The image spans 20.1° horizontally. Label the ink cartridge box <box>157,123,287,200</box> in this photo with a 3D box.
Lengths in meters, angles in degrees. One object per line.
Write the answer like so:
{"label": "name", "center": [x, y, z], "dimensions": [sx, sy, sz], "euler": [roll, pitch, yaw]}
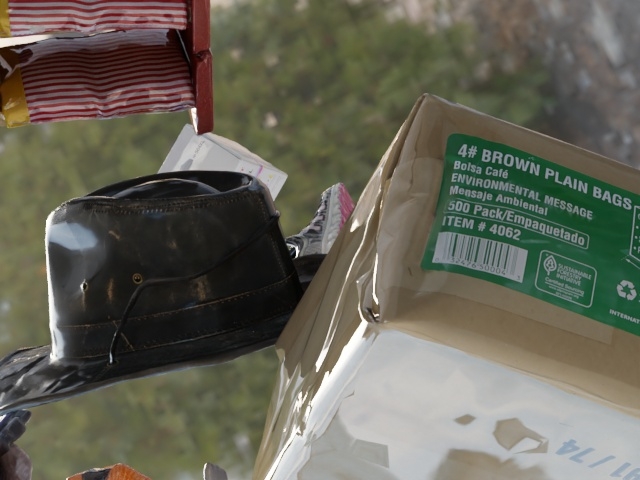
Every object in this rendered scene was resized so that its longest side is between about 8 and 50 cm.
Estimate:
{"label": "ink cartridge box", "center": [-0.122, -0.069, 2.113], "dimensions": [0.090, 0.092, 0.143], "euler": [33, -172, 24]}

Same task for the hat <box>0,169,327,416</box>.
{"label": "hat", "center": [-0.123, 0.018, 1.338], "dimensions": [0.331, 0.331, 0.134], "euler": [-156, 46, -77]}

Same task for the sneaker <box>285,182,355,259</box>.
{"label": "sneaker", "center": [0.000, 0.000, 1.742], "dimensions": [0.063, 0.075, 0.170], "euler": [59, -163, -23]}

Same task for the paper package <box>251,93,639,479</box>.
{"label": "paper package", "center": [0.146, 0.105, 1.068], "dimensions": [0.309, 0.325, 0.168], "euler": [119, 167, -51]}

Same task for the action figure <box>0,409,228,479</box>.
{"label": "action figure", "center": [-0.285, 0.289, 1.554], "dimensions": [0.330, 0.341, 0.178], "euler": [-7, 117, 37]}

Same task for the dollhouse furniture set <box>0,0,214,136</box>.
{"label": "dollhouse furniture set", "center": [-0.216, -0.228, 1.447], "dimensions": [0.374, 0.201, 0.152], "euler": [-113, 19, -52]}
